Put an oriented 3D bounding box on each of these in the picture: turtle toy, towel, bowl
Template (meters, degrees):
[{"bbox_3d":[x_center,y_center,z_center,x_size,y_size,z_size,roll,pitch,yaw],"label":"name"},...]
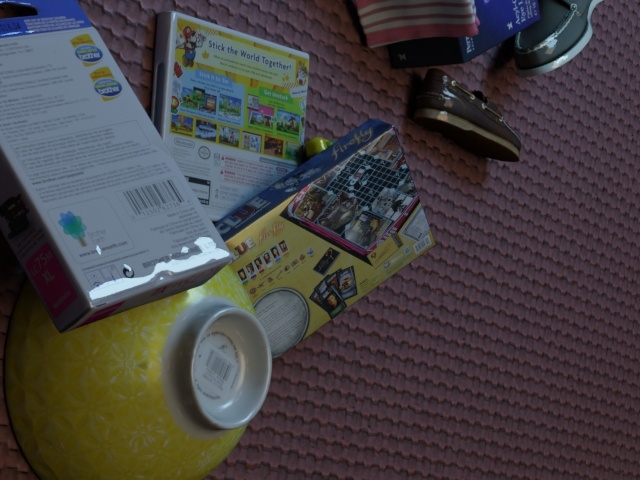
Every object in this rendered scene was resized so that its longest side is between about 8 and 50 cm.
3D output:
[{"bbox_3d":[0.028,-0.075,1.729,0.130,0.066,0.095,-21,96,-83],"label":"turtle toy"},{"bbox_3d":[0.091,-0.309,1.748,0.029,0.144,0.197,-70,146,-42],"label":"towel"},{"bbox_3d":[-0.141,0.119,1.455,0.289,0.156,0.290,-1,91,-53],"label":"bowl"}]

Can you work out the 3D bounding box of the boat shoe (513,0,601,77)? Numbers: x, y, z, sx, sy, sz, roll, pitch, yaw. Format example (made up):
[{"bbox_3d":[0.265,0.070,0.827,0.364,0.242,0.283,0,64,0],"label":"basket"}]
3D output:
[{"bbox_3d":[0.327,-0.333,2.102,0.305,0.109,0.091,-57,131,-43],"label":"boat shoe"}]

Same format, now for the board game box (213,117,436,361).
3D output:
[{"bbox_3d":[0.000,0.000,1.642,0.243,0.042,0.165,-34,124,-20],"label":"board game box"}]

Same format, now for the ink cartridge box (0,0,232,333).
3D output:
[{"bbox_3d":[-0.226,-0.081,1.348,0.185,0.065,0.311,-19,76,-51],"label":"ink cartridge box"}]

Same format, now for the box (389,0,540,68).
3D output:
[{"bbox_3d":[0.170,-0.314,1.895,0.207,0.108,0.153,-35,118,-47],"label":"box"}]

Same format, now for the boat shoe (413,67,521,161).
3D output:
[{"bbox_3d":[0.197,-0.159,1.957,0.207,0.073,0.073,25,72,-50],"label":"boat shoe"}]

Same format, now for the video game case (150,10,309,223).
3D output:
[{"bbox_3d":[-0.095,-0.119,1.620,0.227,0.026,0.206,10,82,-51],"label":"video game case"}]
